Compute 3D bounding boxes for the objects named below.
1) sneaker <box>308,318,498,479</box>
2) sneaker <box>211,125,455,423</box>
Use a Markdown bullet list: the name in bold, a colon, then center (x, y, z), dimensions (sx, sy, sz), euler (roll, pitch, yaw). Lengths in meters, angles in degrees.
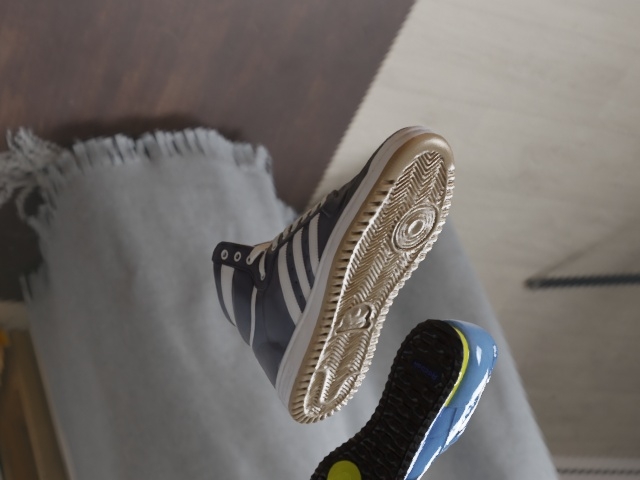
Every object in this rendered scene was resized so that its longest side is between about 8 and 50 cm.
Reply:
- **sneaker**: center (0.062, 0.152, 0.928), dimensions (0.082, 0.069, 0.209), euler (20, 105, -53)
- **sneaker**: center (0.000, 0.000, 1.052), dimensions (0.099, 0.153, 0.282), euler (-3, 128, -39)
